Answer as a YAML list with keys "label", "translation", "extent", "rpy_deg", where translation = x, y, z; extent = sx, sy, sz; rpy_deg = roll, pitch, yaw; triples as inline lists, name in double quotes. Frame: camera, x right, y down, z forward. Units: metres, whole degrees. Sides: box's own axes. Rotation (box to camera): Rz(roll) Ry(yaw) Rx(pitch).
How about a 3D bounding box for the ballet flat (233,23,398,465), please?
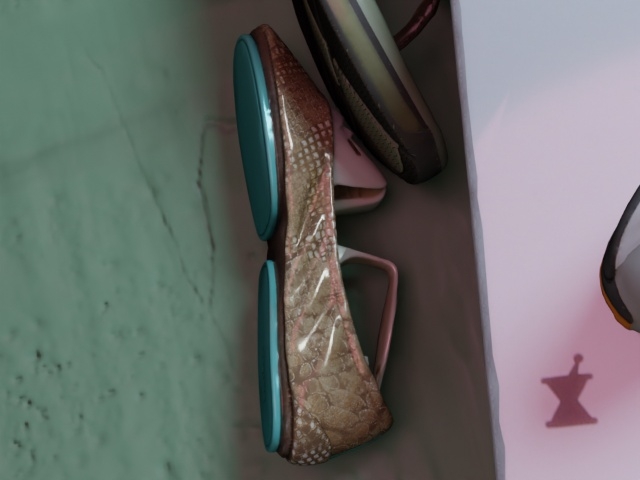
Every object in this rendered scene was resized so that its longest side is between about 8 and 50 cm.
- label: "ballet flat"
  translation: [0.000, 0.000, 0.781]
  extent: [0.067, 0.073, 0.206]
  rpy_deg: [-3, 82, -12]

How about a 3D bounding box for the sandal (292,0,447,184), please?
- label: "sandal"
  translation: [0.017, -0.175, 0.775]
  extent: [0.086, 0.120, 0.303]
  rpy_deg: [-13, 77, 0]

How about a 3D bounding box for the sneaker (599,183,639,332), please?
- label: "sneaker"
  translation: [0.216, -0.028, 0.533]
  extent: [0.262, 0.099, 0.121]
  rpy_deg: [-33, 79, 7]

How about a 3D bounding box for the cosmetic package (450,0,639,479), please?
- label: "cosmetic package"
  translation: [0.184, 0.014, 0.666]
  extent: [0.230, 0.161, 0.453]
  rpy_deg: [-8, 78, 14]
